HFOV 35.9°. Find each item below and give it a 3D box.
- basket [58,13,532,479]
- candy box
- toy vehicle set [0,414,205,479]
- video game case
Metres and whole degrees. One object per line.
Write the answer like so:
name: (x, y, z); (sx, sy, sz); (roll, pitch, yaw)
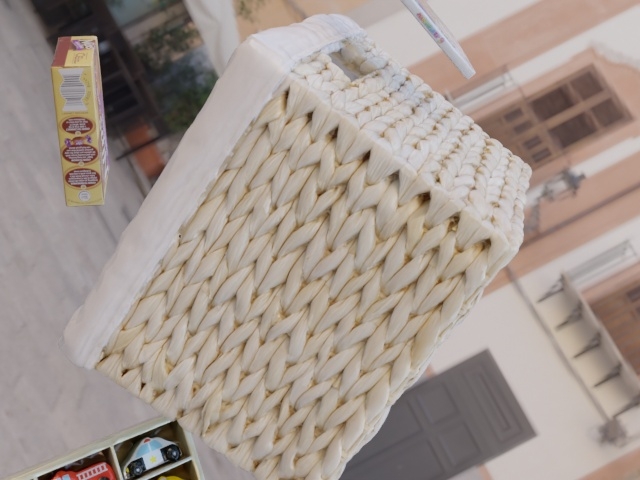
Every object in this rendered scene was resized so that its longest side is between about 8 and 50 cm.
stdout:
basket: (0.000, 0.000, 0.909); (0.266, 0.331, 0.328); (35, 21, 3)
candy box: (-0.299, -0.148, 1.235); (0.109, 0.053, 0.187); (-105, -167, -59)
toy vehicle set: (-0.237, 0.298, 1.015); (0.035, 0.266, 0.166); (-16, -88, 54)
video game case: (0.087, -0.201, 0.857); (0.122, 0.011, 0.087); (42, 20, -31)
